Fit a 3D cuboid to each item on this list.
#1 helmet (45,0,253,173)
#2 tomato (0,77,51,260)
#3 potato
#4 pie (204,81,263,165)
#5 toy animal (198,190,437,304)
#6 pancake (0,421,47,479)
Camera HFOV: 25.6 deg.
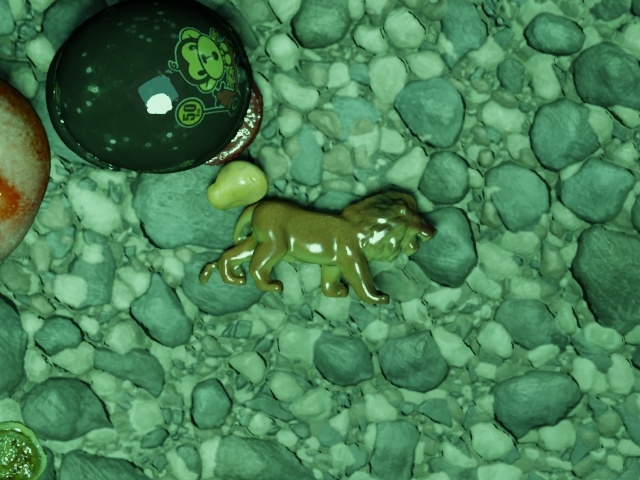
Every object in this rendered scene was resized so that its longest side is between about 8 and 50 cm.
[{"bbox_3d":[-0.230,-0.194,1.756,0.279,0.160,0.230,-6,94,8],"label":"helmet"},{"bbox_3d":[-0.476,-0.094,1.747,0.270,0.227,0.270,-8,110,-23],"label":"tomato"},{"bbox_3d":[-0.112,-0.071,1.869,0.083,0.062,0.068,-40,117,7],"label":"potato"},{"bbox_3d":[-0.147,-0.174,1.855,0.154,0.036,0.154,-1,101,-3],"label":"pie"},{"bbox_3d":[0.000,0.000,1.891,0.312,0.097,0.157,7,90,-4],"label":"toy animal"},{"bbox_3d":[-0.433,0.300,1.949,0.108,0.017,0.108,-2,104,-8],"label":"pancake"}]
